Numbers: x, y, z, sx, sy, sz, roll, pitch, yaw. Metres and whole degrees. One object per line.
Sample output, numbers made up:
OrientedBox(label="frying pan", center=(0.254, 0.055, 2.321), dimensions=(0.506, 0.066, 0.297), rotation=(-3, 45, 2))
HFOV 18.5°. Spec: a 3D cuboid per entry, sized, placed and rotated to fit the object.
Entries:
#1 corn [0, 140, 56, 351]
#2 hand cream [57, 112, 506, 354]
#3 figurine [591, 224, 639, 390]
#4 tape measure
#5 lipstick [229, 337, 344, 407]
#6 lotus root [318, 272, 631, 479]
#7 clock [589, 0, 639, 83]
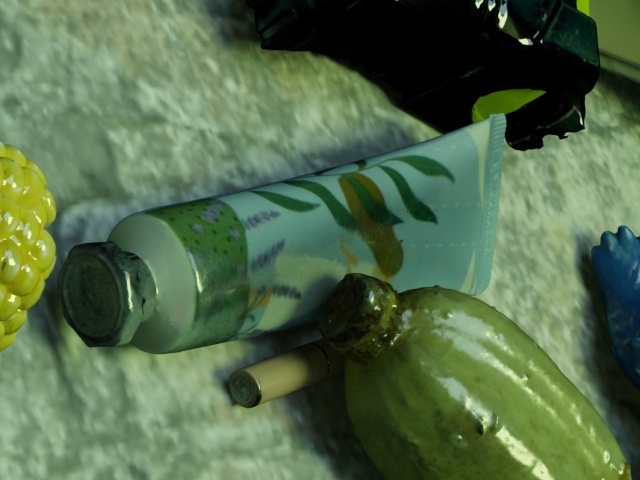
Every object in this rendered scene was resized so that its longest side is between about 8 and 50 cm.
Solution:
OrientedBox(label="corn", center=(-0.206, -0.021, 0.661), dimensions=(0.244, 0.093, 0.093), rotation=(18, 55, -31))
OrientedBox(label="hand cream", center=(0.000, 0.000, 0.869), dimensions=(0.271, 0.058, 0.091), rotation=(-12, 109, -47))
OrientedBox(label="figurine", center=(0.240, 0.093, 0.995), dimensions=(0.164, 0.120, 0.262), rotation=(21, 50, -33))
OrientedBox(label="tape measure", center=(0.052, -0.156, 0.977), dimensions=(0.199, 0.112, 0.186), rotation=(24, 59, -39))
OrientedBox(label="lipstick", center=(-0.003, 0.054, 0.866), dimensions=(0.094, 0.019, 0.019), rotation=(-17, 79, -49))
OrientedBox(label="lotus root", center=(0.066, 0.081, 0.864), dimensions=(0.183, 0.077, 0.090), rotation=(44, 49, -18))
OrientedBox(label="clock", center=(0.246, -0.137, 1.111), dimensions=(0.192, 0.071, 0.147), rotation=(23, 43, 10))
